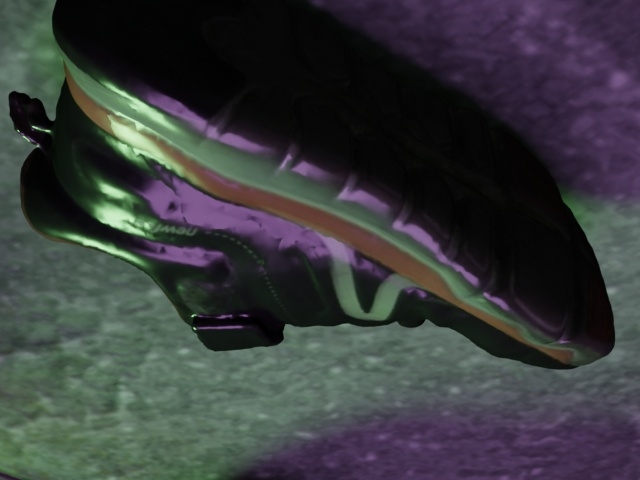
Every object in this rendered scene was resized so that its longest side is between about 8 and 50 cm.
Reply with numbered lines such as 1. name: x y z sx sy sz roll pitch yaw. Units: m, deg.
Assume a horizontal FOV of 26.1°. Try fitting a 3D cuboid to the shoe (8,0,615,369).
1. shoe: 0.000 0.000 0.572 0.291 0.114 0.137 26 129 -26
